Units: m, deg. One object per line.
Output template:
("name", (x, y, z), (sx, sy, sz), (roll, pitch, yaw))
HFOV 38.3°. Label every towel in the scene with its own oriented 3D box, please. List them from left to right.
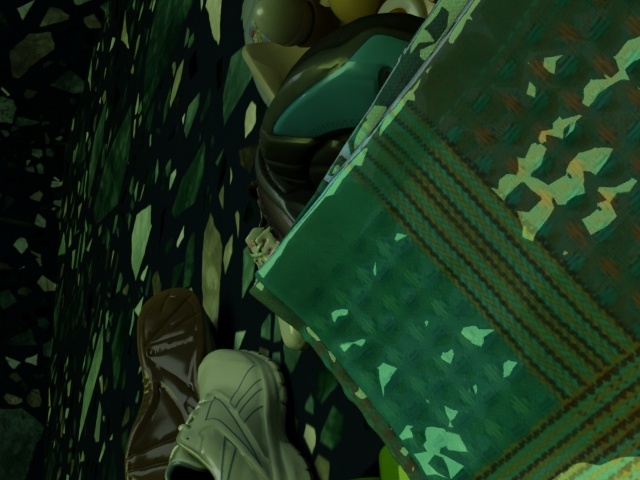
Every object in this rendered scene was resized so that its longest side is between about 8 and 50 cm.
("towel", (0.145, 0.055, 0.264), (0.370, 0.040, 0.271), (51, 127, 22))

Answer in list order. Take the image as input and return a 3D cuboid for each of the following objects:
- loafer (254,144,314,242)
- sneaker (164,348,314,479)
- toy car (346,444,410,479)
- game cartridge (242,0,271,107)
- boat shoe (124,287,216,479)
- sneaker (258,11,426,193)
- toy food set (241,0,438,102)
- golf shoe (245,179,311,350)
("loafer", (0.000, 0.000, 0.827), (0.302, 0.109, 0.095), (-123, 42, -54))
("sneaker", (-0.096, 0.202, 0.942), (0.297, 0.129, 0.111), (-121, 43, -60))
("toy car", (-0.019, 0.174, 0.418), (0.149, 0.188, 0.155), (128, 145, -50))
("game cartridge", (-0.027, -0.269, 1.062), (0.198, 0.062, 0.297), (-61, 29, 31))
("boat shoe", (-0.163, 0.225, 1.144), (0.110, 0.121, 0.341), (67, -164, -53))
("sneaker", (0.051, -0.080, 0.563), (0.341, 0.125, 0.140), (48, -121, -80))
("toy food set", (0.031, -0.234, 0.789), (0.220, 0.092, 0.306), (59, 135, 40))
("golf shoe", (-0.039, 0.023, 0.932), (0.067, 0.086, 0.186), (134, 138, -52))
